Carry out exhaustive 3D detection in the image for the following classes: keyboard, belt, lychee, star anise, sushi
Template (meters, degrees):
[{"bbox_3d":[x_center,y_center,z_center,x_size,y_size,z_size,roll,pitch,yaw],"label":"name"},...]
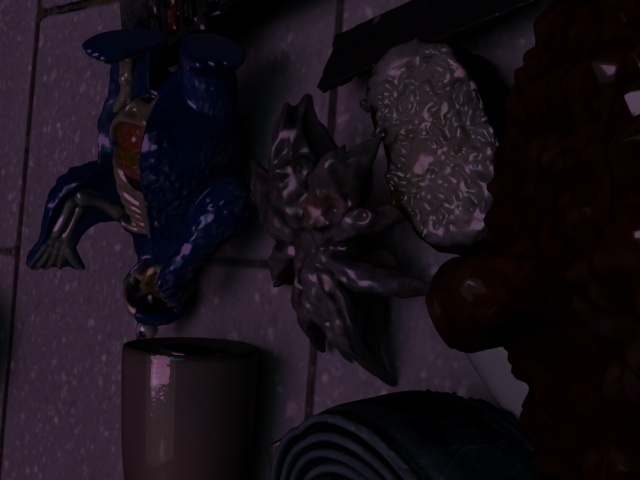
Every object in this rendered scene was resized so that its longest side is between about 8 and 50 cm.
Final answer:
[{"bbox_3d":[0.075,-0.149,0.765,0.195,0.018,0.060,-16,41,43],"label":"keyboard"},{"bbox_3d":[0.062,0.201,0.642,0.267,0.116,0.207,26,119,56],"label":"belt"},{"bbox_3d":[0.206,0.000,0.439,0.330,0.306,0.306,-9,74,-1],"label":"lychee"},{"bbox_3d":[0.000,0.000,0.795,0.180,0.061,0.205,14,114,53],"label":"star anise"},{"bbox_3d":[0.090,-0.058,0.715,0.090,0.078,0.150,-36,60,29],"label":"sushi"}]

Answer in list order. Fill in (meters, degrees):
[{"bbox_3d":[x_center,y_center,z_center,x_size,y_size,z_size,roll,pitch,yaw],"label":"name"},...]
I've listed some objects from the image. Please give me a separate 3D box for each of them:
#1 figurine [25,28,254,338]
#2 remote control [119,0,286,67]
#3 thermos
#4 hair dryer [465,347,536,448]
[{"bbox_3d":[-0.126,-0.047,0.912,0.164,0.121,0.262,26,116,10],"label":"figurine"},{"bbox_3d":[-0.025,-0.250,0.863,0.398,0.062,0.145,-18,72,44],"label":"remote control"},{"bbox_3d":[-0.088,0.177,0.860,0.137,0.105,0.193,3,91,14],"label":"thermos"},{"bbox_3d":[0.190,0.026,0.629,0.236,0.073,0.131,-44,58,21],"label":"hair dryer"}]
